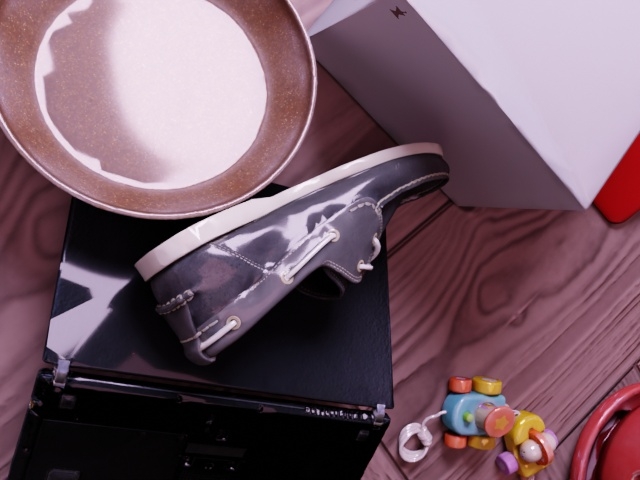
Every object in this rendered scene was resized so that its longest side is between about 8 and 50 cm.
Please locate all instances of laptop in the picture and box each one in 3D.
[{"bbox_3d":[-0.082,0.097,0.500,0.234,0.136,0.264,13,113,-24],"label":"laptop"}]

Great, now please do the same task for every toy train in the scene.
[{"bbox_3d":[0.147,0.191,0.590,0.125,0.046,0.166,-48,110,-14],"label":"toy train"}]

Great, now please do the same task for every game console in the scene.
[{"bbox_3d":[0.271,-0.112,0.644,0.144,0.085,0.124,44,45,-21],"label":"game console"}]

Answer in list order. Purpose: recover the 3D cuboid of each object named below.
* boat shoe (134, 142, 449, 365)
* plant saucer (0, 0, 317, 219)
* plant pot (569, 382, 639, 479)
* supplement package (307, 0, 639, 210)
[{"bbox_3d":[0.000,0.000,0.461,0.233,0.084,0.079,-27,84,-31],"label":"boat shoe"},{"bbox_3d":[-0.102,-0.105,0.442,0.198,0.036,0.199,4,76,-16],"label":"plant saucer"},{"bbox_3d":[0.330,0.215,0.603,0.191,0.174,0.191,-2,94,-23],"label":"plant pot"},{"bbox_3d":[0.136,-0.159,0.505,0.194,0.149,0.203,43,76,-20],"label":"supplement package"}]
